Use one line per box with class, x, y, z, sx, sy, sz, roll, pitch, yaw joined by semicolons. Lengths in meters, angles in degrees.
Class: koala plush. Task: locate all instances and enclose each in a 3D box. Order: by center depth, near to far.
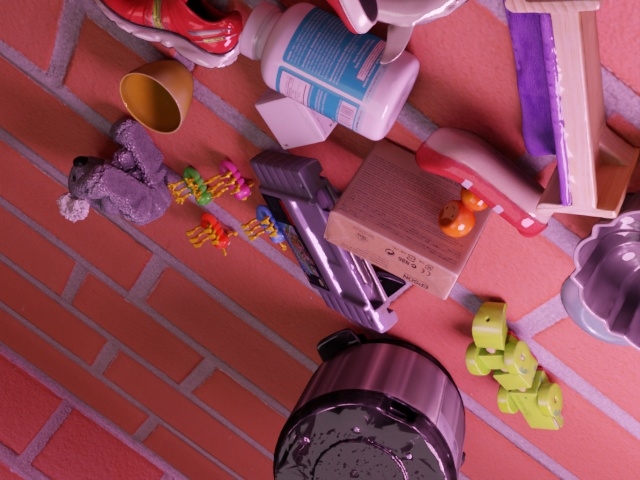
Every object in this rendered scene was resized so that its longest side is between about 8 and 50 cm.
koala plush;-0.446;-0.119;1.922;0.221;0.196;0.203;-4;139;35

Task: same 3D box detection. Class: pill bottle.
pill bottle;0.009;-0.274;1.425;0.264;0.146;0.146;29;144;7

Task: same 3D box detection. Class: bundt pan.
bundt pan;0.555;0.037;1.382;0.330;0.124;0.331;20;142;17

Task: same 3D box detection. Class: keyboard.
keyboard;0.091;0.097;1.893;0.100;0.038;0.192;19;147;-20

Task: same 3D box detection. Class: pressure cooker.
pressure cooker;0.121;0.409;1.905;0.375;0.420;0.370;16;109;8

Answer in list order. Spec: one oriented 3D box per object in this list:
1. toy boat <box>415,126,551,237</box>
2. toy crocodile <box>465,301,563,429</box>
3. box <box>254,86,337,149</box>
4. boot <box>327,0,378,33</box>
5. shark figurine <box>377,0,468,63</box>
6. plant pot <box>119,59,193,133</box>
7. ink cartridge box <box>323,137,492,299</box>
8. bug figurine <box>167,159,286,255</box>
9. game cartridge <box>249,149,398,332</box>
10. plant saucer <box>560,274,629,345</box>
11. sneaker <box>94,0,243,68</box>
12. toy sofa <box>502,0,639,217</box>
toy boat;0.241;-0.070;1.446;0.231;0.151;0.151;38;107;-1
toy crocodile;0.386;0.256;1.792;0.115;0.105;0.340;-8;131;42
box;-0.035;-0.225;1.563;0.102;0.087;0.101;-6;128;42
boot;-0.041;-0.366;1.240;0.176;0.088;0.244;-23;108;28
shark figurine;0.066;-0.370;1.320;0.278;0.116;0.166;28;110;-5
plant pot;-0.287;-0.278;1.689;0.134;0.095;0.134;21;142;17
ink cartridge box;0.153;-0.039;1.542;0.234;0.193;0.088;28;146;10
bug figurine;-0.187;-0.064;1.877;0.279;0.072;0.216;-5;123;46
game cartridge;0.000;0.000;1.717;0.230;0.068;0.355;13;135;58
plant saucer;0.508;0.128;1.594;0.195;0.037;0.195;21;143;17
sneaker;-0.250;-0.396;1.551;0.279;0.107;0.118;24;124;8
toy sofa;0.324;-0.211;1.253;0.177;0.150;0.363;8;137;29
